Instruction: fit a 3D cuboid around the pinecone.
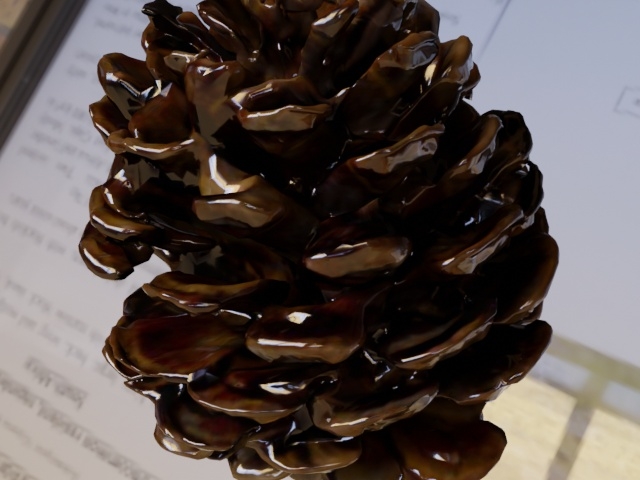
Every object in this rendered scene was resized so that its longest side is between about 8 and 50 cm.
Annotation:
[{"bbox_3d":[0.000,0.000,0.525,0.224,0.224,0.272,23,139,34],"label":"pinecone"}]
